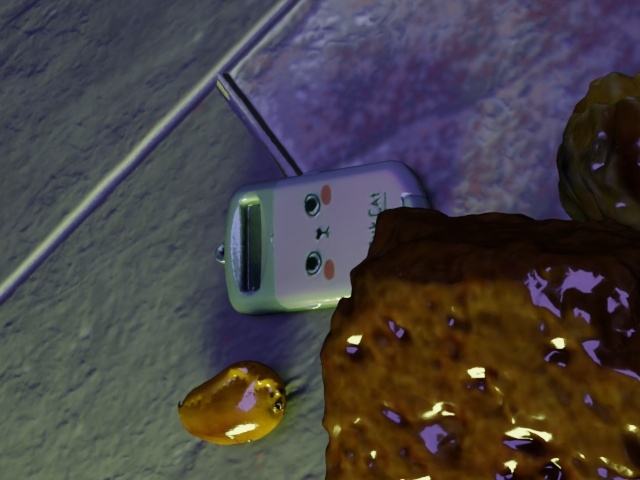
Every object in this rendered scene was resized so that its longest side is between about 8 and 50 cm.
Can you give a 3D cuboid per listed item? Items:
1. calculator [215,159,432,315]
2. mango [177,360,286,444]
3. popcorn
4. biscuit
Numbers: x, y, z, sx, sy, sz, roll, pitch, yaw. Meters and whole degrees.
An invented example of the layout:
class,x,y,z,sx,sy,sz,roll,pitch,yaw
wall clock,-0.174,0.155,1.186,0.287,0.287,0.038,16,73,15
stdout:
class,x,y,z,sx,sy,sz,roll,pitch,yaw
calculator,0.000,0.000,1.500,0.246,0.045,0.141,-7,75,29
mango,-0.086,0.164,1.501,0.127,0.063,0.077,-21,74,30
popcorn,0.295,-0.056,1.280,0.169,0.218,0.189,-11,89,-18
biscuit,0.165,0.179,1.223,0.343,0.166,0.395,7,105,38
